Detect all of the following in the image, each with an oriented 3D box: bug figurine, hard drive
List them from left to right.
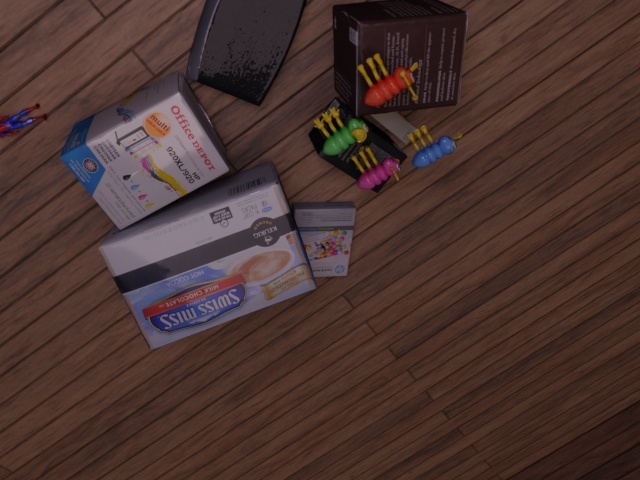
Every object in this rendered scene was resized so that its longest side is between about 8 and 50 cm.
[{"bbox_3d":[-0.130,-0.383,0.976,0.172,0.054,0.255,17,115,-23],"label":"hard drive"},{"bbox_3d":[0.125,-0.188,0.967,0.216,0.072,0.279,-32,138,18],"label":"bug figurine"}]

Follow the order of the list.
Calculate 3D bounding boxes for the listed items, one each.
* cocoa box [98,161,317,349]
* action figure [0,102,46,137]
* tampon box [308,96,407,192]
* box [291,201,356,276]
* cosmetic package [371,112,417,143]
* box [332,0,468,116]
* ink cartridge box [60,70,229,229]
[{"bbox_3d":[-0.213,0.020,1.074,0.347,0.231,0.228,-20,110,-2],"label":"cocoa box"},{"bbox_3d":[-0.564,-0.214,0.979,0.115,0.030,0.038,-22,129,1],"label":"action figure"},{"bbox_3d":[0.075,-0.197,1.105,0.161,0.120,0.101,29,111,-28],"label":"tampon box"},{"bbox_3d":[0.000,0.000,1.256,0.145,0.038,0.186,-1,122,-14],"label":"box"},{"bbox_3d":[0.146,-0.257,1.125,0.115,0.060,0.041,31,107,-30],"label":"cosmetic package"},{"bbox_3d":[0.141,-0.348,1.001,0.203,0.168,0.167,-9,125,-9],"label":"box"},{"bbox_3d":[-0.313,-0.171,0.987,0.232,0.168,0.171,-28,123,2],"label":"ink cartridge box"}]
